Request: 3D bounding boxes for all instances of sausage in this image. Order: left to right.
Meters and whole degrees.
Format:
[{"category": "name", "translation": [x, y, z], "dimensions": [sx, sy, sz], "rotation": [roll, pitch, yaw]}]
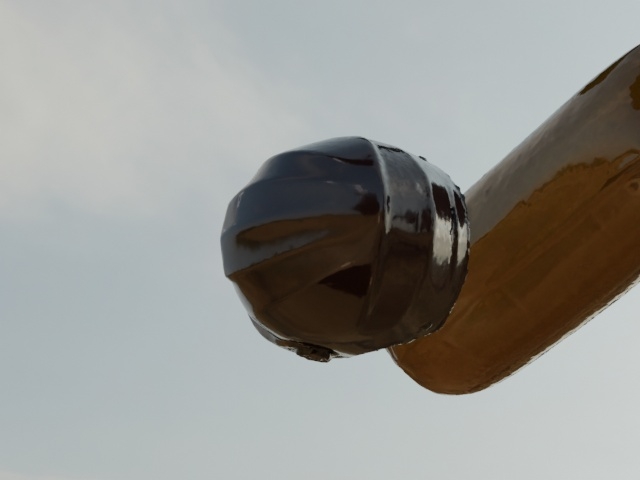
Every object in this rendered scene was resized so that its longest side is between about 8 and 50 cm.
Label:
[{"category": "sausage", "translation": [0.151, -0.024, 0.763], "dimensions": [0.112, 0.112, 0.328], "rotation": [19, -43, -27]}]

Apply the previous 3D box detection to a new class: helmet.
[{"category": "helmet", "translation": [0.000, 0.000, 0.604], "dimensions": [0.123, 0.098, 0.070], "rotation": [-8, -17, 28]}]
